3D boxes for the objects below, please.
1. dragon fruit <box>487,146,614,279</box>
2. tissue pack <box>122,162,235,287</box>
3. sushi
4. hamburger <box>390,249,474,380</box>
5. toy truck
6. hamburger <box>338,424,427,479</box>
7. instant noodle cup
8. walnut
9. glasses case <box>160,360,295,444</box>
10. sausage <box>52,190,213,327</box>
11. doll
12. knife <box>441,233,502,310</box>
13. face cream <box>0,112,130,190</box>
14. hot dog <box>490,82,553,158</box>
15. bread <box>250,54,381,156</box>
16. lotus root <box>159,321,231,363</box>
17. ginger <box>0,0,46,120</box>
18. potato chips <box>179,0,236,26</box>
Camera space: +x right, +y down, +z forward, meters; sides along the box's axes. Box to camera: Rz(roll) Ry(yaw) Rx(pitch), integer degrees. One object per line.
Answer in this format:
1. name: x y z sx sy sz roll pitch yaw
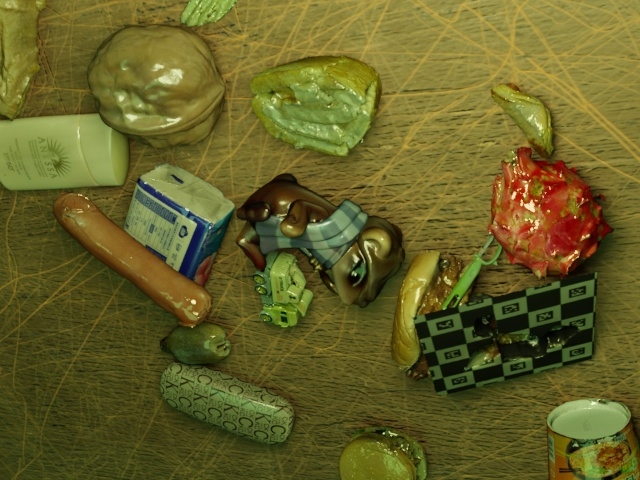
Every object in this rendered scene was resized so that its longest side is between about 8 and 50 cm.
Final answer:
1. dragon fruit: 0.406 -0.054 1.567 0.205 0.210 0.268 -38 108 -8
2. tissue pack: -0.328 -0.014 1.888 0.209 0.137 0.270 29 127 5
3. sushi: 0.369 0.172 1.682 0.343 0.064 0.359 -15 144 7
4. hamburger: 0.230 0.166 1.768 0.155 0.245 0.282 16 88 12
5. toy truck: -0.076 0.108 1.866 0.116 0.085 0.191 12 137 17
6. hamburger: 0.143 0.534 2.027 0.215 0.122 0.189 0 111 24
7. instant noodle cup: 0.576 0.452 1.780 0.230 0.230 0.182 -8 105 23
8. walnut: -0.318 -0.301 1.669 0.273 0.227 0.273 5 117 11
9. glasses case: -0.234 0.405 2.109 0.354 0.085 0.137 20 123 9
10. sausage: -0.409 0.037 1.814 0.419 0.094 0.094 37 88 5
11. doll: -0.003 0.004 1.708 0.339 0.318 0.209 24 92 0
12. knife: 0.304 0.073 1.680 0.054 0.212 0.015 45 156 -14
13. face cream: -0.583 -0.198 1.905 0.348 0.081 0.174 0 117 20
14. hot dog: 0.386 -0.230 1.551 0.061 0.078 0.169 -42 102 -7
15. bread: -0.013 -0.261 1.643 0.257 0.124 0.186 9 121 17
16. lotus root: -0.306 0.250 2.051 0.192 0.088 0.113 -5 122 22
17. ginger: -0.663 -0.422 1.783 0.189 0.126 0.354 -1 116 -3
18. potato chips: -0.201 -0.483 1.644 0.092 0.028 0.207 39 121 -2
